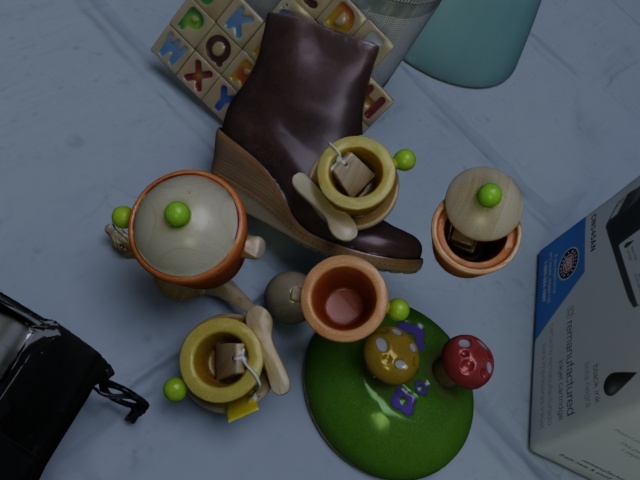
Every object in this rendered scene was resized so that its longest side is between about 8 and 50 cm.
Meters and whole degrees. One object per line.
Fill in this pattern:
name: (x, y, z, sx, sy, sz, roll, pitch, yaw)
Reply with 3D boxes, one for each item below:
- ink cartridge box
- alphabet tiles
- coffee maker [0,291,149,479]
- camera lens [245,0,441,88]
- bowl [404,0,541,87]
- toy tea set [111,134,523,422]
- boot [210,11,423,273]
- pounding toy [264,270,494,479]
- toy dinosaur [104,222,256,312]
ink cartridge box: (0.396, 0.051, 0.637, 0.166, 0.395, 0.285, 26, 51, -10)
alphabet tiles: (-0.044, -0.193, 0.708, 0.237, 0.198, 0.009, 45, 27, -5)
coffee maker: (-0.224, 0.146, 0.442, 0.171, 0.120, 0.178, 26, 52, -10)
camera lens: (0.034, -0.315, 0.774, 0.219, 0.274, 0.219, 13, 55, -19)
bowl: (0.218, -0.403, 1.000, 0.311, 0.163, 0.311, 13, 55, -20)
toy tea set: (0.000, 0.000, 0.540, 0.336, 0.124, 0.200, -25, 75, -5)
boot: (0.017, -0.096, 0.652, 0.248, 0.207, 0.090, 24, 8, 11)
pounding toy: (0.073, 0.100, 0.628, 0.183, 0.110, 0.237, -21, 71, -35)
toy dinosaur: (-0.114, 0.022, 0.635, 0.183, 0.053, 0.092, 29, 66, 3)
